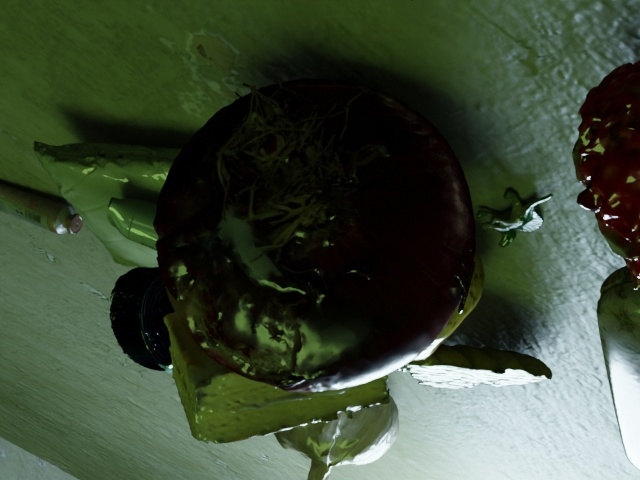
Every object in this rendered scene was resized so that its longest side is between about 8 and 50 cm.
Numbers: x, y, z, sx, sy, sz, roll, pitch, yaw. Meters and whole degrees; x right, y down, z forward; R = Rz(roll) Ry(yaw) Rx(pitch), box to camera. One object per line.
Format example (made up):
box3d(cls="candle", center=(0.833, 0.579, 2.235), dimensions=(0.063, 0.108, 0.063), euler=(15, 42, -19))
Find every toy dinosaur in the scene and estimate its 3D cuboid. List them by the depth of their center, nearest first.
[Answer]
box3d(cls="toy dinosaur", center=(0.209, -0.027, 1.071), dimensions=(0.060, 0.029, 0.119), euler=(18, 149, -23))

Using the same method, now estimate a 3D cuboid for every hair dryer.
box3d(cls="hair dryer", center=(-0.141, 0.026, 1.254), dimensions=(0.206, 0.075, 0.237), euler=(19, 163, 8))

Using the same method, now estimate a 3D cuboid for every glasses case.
box3d(cls="glasses case", center=(0.407, 0.164, 1.154), dimensions=(0.156, 0.098, 0.425), euler=(3, 145, 25))

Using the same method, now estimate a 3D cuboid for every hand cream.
box3d(cls="hand cream", center=(-0.434, -0.053, 1.485), dimensions=(0.209, 0.043, 0.067), euler=(19, 149, 20))

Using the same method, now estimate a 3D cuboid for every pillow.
box3d(cls="pillow", center=(-0.183, -0.035, 1.291), dimensions=(0.281, 0.076, 0.274), euler=(6, 152, 19))

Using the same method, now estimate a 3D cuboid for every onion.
box3d(cls="onion", center=(0.000, 0.000, 0.989), dimensions=(0.314, 0.314, 0.232), euler=(15, 162, 17))

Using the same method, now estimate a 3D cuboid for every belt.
box3d(cls="belt", center=(-0.208, 0.117, 1.476), dimensions=(0.078, 0.151, 0.198), euler=(-2, 156, 38))

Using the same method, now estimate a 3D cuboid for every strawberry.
box3d(cls="strawberry", center=(0.318, -0.076, 0.755), dimensions=(0.244, 0.205, 0.205), euler=(-28, 124, 35))

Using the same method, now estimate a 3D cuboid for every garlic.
box3d(cls="garlic", center=(0.008, 0.301, 1.562), dimensions=(0.218, 0.212, 0.218), euler=(14, 153, 7))

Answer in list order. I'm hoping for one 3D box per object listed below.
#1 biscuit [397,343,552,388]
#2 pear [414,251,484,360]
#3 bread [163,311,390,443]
box3d(cls="biscuit", center=(0.195, 0.160, 1.293), dimensions=(0.187, 0.036, 0.273), euler=(3, 168, 11))
box3d(cls="pear", center=(0.090, 0.042, 1.143), dimensions=(0.178, 0.178, 0.178), euler=(18, 150, 11))
box3d(cls="bread", center=(-0.056, 0.145, 1.256), dimensions=(0.246, 0.239, 0.111), euler=(-133, 34, -69))
